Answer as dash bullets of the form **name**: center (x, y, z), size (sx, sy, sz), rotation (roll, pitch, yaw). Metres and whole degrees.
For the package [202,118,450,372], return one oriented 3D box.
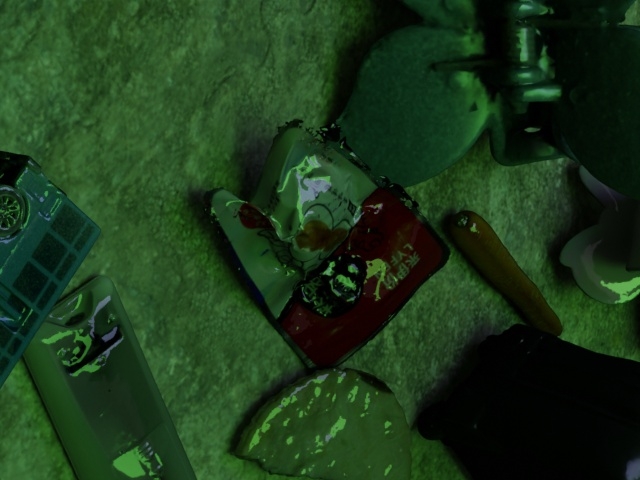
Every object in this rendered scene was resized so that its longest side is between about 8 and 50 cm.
- **package**: center (0.000, 0.000, 1.653), size (0.194, 0.071, 0.269), rotation (-36, 135, 8)

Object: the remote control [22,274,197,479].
- **remote control**: center (-0.176, 0.191, 1.560), size (0.109, 0.055, 0.313), rotation (-36, 120, -32)

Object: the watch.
- **watch**: center (0.422, -0.018, 1.889), size (0.248, 0.217, 0.211), rotation (11, 88, -9)

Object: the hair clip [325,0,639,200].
- **hair clip**: center (0.223, -0.213, 1.705), size (0.238, 0.392, 0.318), rotation (-26, 115, -64)

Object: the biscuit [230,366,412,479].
- **biscuit**: center (0.022, 0.199, 1.747), size (0.250, 0.032, 0.133), rotation (25, 88, -41)

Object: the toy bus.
- **toy bus**: center (-0.298, 0.049, 1.382), size (0.133, 0.116, 0.234), rotation (47, 65, -40)

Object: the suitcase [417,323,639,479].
- **suitcase**: center (0.320, 0.272, 1.832), size (0.188, 0.339, 0.345), rotation (-47, 126, -20)

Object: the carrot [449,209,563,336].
- **carrot**: center (0.214, 0.043, 1.892), size (0.248, 0.043, 0.043), rotation (47, 67, -39)
